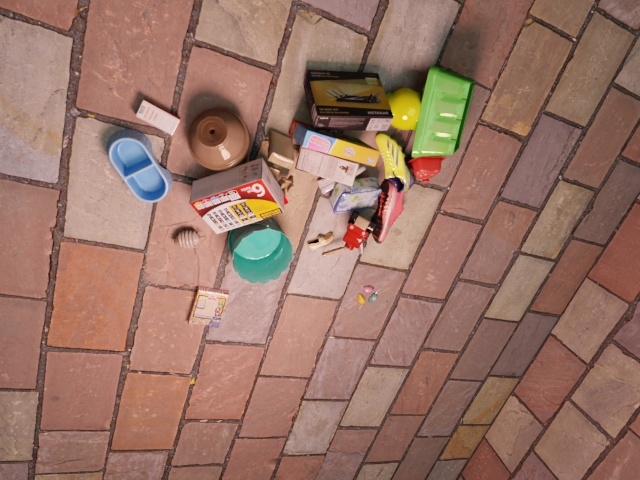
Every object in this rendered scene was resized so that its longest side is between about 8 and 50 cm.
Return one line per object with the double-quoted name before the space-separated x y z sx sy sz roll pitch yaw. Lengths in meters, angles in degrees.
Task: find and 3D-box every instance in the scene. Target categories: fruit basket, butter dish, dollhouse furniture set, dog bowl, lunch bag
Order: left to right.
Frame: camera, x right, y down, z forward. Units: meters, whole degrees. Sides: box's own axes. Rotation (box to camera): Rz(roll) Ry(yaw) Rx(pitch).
"dog bowl" -0.691 -0.274 1.576 0.165 0.074 0.298 -27 122 -4
"dollhouse furniture set" -0.210 -0.305 1.712 0.212 0.161 0.242 19 131 -26
"lunch bag" 0.156 -0.198 1.846 0.218 0.090 0.176 -10 154 -24
"fruit basket" 0.428 -0.549 1.749 0.391 0.283 0.393 11 115 24
"butter dish" 0.478 -0.320 1.883 0.159 0.160 0.119 -1 85 -18

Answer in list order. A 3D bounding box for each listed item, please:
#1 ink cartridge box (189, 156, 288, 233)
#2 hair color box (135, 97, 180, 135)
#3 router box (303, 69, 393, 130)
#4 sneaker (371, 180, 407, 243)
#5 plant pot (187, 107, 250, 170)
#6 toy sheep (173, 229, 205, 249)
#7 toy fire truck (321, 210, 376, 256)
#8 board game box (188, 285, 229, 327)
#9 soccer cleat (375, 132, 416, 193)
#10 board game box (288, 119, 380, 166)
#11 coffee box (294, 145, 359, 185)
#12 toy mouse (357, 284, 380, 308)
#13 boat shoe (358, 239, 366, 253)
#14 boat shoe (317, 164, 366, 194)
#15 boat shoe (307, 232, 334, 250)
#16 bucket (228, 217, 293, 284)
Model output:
"ink cartridge box" -0.311 -0.151 1.648 0.309 0.130 0.272 -16 140 14
"hair color box" -0.603 -0.458 1.528 0.141 0.043 0.072 26 106 -29
"router box" 0.106 -0.547 1.606 0.308 0.243 0.081 -5 153 -17
"sneaker" 0.339 -0.124 1.976 0.136 0.116 0.314 2 115 -21
"plant pot" -0.389 -0.388 1.532 0.236 0.110 0.238 0 87 1
"toy sheep" -0.559 -0.004 1.754 0.131 0.091 0.091 -11 119 -7
"toy fire truck" 0.127 -0.006 1.887 0.158 0.217 0.247 28 91 3
"board game box" -0.532 0.317 1.950 0.146 0.045 0.194 14 111 -24
"soccer cleat" 0.321 -0.342 1.836 0.121 0.093 0.289 -40 108 -15
"board game box" 0.051 -0.396 1.665 0.316 0.242 0.064 10 112 -23
"coffee box" 0.033 -0.319 1.705 0.246 0.141 0.098 18 112 3
"toy mouse" 0.267 0.293 2.214 0.142 0.031 0.161 -19 120 -9
"boat shoe" 0.207 0.001 2.035 0.040 0.049 0.142 -13 117 -12
"boat shoe" 0.091 -0.290 1.825 0.226 0.083 0.076 -30 93 -3
"boat shoe" 0.000 0.000 1.963 0.135 0.050 0.045 -31 127 -2
"bucket" -0.268 0.031 1.803 0.280 0.183 0.282 -10 122 -16
